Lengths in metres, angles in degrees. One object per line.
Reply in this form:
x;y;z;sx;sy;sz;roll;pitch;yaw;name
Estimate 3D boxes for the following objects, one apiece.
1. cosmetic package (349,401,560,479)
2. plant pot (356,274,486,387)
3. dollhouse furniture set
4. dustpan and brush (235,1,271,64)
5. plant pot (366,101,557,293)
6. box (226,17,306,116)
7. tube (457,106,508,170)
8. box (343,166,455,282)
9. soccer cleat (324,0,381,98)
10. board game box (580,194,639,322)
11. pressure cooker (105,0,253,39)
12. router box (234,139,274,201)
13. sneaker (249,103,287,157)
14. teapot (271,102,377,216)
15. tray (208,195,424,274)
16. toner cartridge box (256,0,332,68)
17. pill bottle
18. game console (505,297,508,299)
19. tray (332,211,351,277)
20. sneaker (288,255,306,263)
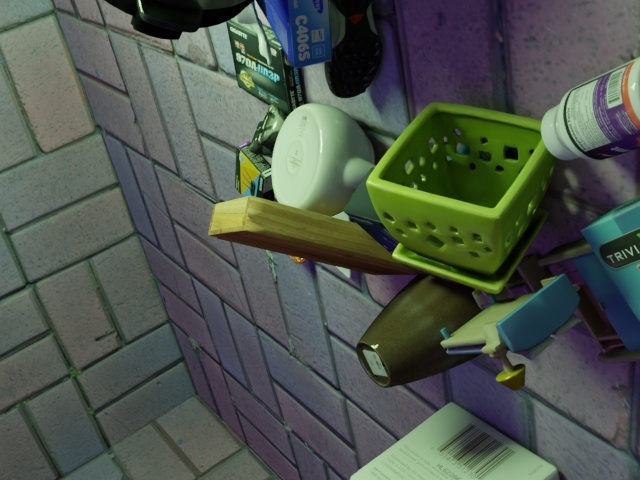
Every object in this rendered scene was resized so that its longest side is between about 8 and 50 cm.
0.319;0.653;1.770;0.329;0.327;0.394;25;138;51;cosmetic package
0.194;0.195;1.630;0.215;0.230;0.215;43;149;33;plant pot
0.332;0.162;1.243;0.198;0.303;0.286;59;155;-1;dollhouse furniture set
-0.135;-0.440;1.533;0.147;0.060;0.211;-80;-17;-84;dustpan and brush
0.233;-0.060;1.261;0.228;0.227;0.207;18;142;32;plant pot
-0.122;-0.396;1.804;0.220;0.051;0.175;37;147;40;box
0.264;-0.139;1.371;0.080;0.052;0.207;41;147;10;tube
0.172;-0.030;1.479;0.207;0.108;0.153;39;169;-32;box
0.046;-0.407;1.449;0.318;0.108;0.116;84;170;-47;soccer cleat
0.532;0.075;1.051;0.336;0.079;0.254;58;155;5;board game box
-0.211;-0.538;1.200;0.375;0.370;0.420;43;141;1;pressure cooker
-0.177;-0.164;2.159;0.133;0.046;0.179;49;153;23;router box
-0.093;-0.241;1.825;0.106;0.101;0.267;22;176;-9;sneaker
0.024;-0.157;1.649;0.252;0.187;0.256;-47;46;45;teapot
0.000;0.000;1.628;0.203;0.410;0.076;-4;74;63;tray
-0.068;-0.474;1.458;0.348;0.075;0.165;-115;14;-45;toner cartridge box
0.382;-0.165;1.043;0.108;0.108;0.193;62;155;-4;pill bottle
0.352;0.124;1.518;0.107;0.071;0.122;-20;100;34;game console
0.035;-0.044;1.911;0.145;0.030;0.270;42;150;35;tray
-0.086;-0.004;2.162;0.175;0.064;0.067;53;174;26;sneaker
